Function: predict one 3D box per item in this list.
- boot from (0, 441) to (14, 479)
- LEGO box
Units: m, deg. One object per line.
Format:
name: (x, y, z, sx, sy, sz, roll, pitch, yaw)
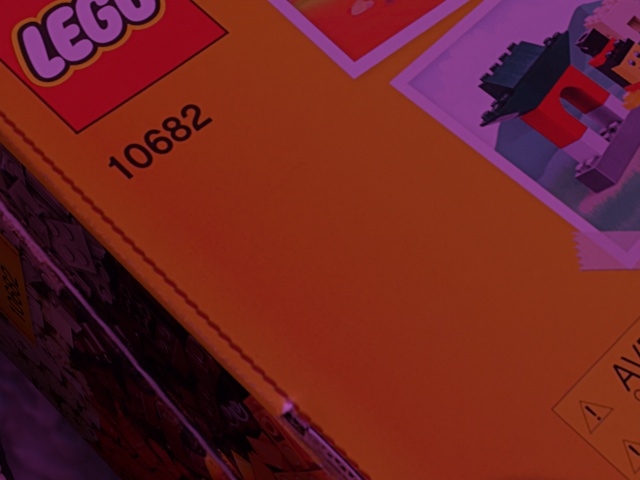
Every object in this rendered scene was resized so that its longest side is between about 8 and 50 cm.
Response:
boot: (-0.075, 0.164, 0.374, 0.138, 0.284, 0.378, -7, 92, -55)
LEGO box: (0.089, -0.090, 0.526, 0.372, 0.193, 0.500, 43, 63, 16)
